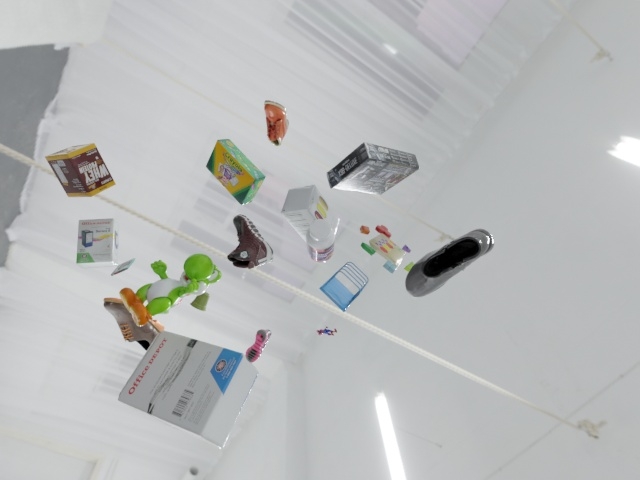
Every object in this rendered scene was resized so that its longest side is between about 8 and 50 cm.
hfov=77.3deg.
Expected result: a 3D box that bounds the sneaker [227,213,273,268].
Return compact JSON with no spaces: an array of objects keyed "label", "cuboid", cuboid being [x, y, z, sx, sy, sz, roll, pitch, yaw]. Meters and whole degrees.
[{"label":"sneaker","cuboid":[-0.328,0.010,1.641,0.162,0.281,0.106,-28,145,-26]}]

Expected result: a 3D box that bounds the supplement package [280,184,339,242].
[{"label":"supplement package","cuboid":[-0.040,-0.104,1.722,0.134,0.244,0.139,-6,-126,29]}]

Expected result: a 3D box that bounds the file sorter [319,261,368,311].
[{"label":"file sorter","cuboid":[0.093,0.158,1.437,0.104,0.118,0.170,-48,174,17]}]

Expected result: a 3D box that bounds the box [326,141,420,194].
[{"label":"box","cuboid":[0.218,-0.287,1.658,0.242,0.307,0.076,-34,-117,47]}]

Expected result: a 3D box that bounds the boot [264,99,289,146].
[{"label":"boot","cuboid":[-0.131,-0.334,1.150,0.158,0.059,0.084,61,44,-72]}]

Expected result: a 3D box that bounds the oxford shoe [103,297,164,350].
[{"label":"oxford shoe","cuboid":[-0.836,0.376,1.786,0.130,0.364,0.133,-5,-130,22]}]

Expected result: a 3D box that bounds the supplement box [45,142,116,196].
[{"label":"supplement box","cuboid":[-1.040,-0.302,1.740,0.191,0.194,0.129,3,-147,32]}]

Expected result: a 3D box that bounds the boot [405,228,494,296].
[{"label":"boot","cuboid":[0.350,0.077,1.212,0.338,0.118,0.223,-47,160,32]}]

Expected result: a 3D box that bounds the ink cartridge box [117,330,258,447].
[{"label":"ink cartridge box","cuboid":[-0.471,0.521,1.446,0.395,0.166,0.285,8,-127,26]}]

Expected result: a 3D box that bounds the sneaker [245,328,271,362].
[{"label":"sneaker","cuboid":[-0.187,0.323,1.236,0.119,0.047,0.057,-59,164,11]}]

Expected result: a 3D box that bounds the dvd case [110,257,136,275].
[{"label":"dvd case","cuboid":[-1.038,0.140,2.109,0.119,0.013,0.087,-22,-151,20]}]

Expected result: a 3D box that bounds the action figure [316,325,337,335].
[{"label":"action figure","cuboid":[0.020,0.381,1.676,0.115,0.030,0.038,-18,-161,51]}]

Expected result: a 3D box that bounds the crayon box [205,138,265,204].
[{"label":"crayon box","cuboid":[-0.403,-0.325,1.889,0.081,0.278,0.165,-27,159,-53]}]

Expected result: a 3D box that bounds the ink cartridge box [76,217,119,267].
[{"label":"ink cartridge box","cuboid":[-1.024,0.012,1.847,0.093,0.154,0.212,118,-33,-67]}]

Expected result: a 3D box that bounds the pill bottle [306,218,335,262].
[{"label":"pill bottle","cuboid":[0.000,0.000,1.502,0.193,0.108,0.108,88,20,-64]}]

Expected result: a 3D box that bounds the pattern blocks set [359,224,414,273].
[{"label":"pattern blocks set","cuboid":[0.275,0.036,1.637,0.325,0.285,0.026,-10,140,-57]}]

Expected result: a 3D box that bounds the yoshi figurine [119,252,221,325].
[{"label":"yoshi figurine","cuboid":[-0.542,0.153,1.496,0.362,0.203,0.203,-27,-175,-34]}]

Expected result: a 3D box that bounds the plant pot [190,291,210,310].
[{"label":"plant pot","cuboid":[-0.575,0.288,1.939,0.079,0.083,0.083,-63,-163,-4]}]
